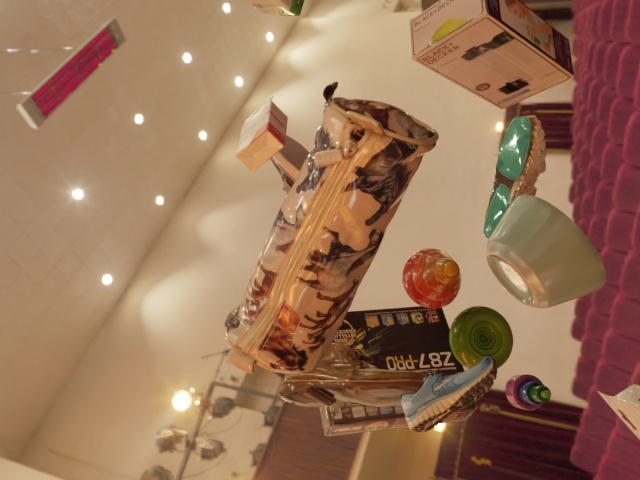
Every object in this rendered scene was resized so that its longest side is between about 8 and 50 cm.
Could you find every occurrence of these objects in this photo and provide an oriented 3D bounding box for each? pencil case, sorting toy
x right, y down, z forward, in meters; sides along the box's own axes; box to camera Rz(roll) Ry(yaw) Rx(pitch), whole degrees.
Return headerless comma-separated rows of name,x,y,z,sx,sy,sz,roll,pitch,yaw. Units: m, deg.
pencil case,0.000,0.000,0.779,0.183,0.160,0.411,-7,-52,-56
sorting toy,0.302,0.159,1.030,0.127,0.366,0.126,-36,-6,-13

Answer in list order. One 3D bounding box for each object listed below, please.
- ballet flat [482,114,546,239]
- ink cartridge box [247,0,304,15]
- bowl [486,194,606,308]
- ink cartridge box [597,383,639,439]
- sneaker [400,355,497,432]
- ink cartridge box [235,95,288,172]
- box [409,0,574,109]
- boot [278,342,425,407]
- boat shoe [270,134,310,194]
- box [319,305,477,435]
ballet flat,0.581,-0.177,1.633,0.147,0.146,0.409,-50,-27,-54
ink cartridge box,-0.164,-0.743,1.620,0.208,0.153,0.087,17,-89,-56
bowl,0.550,0.052,1.443,0.163,0.311,0.312,-36,-34,-5
ink cartridge box,0.800,0.421,1.233,0.069,0.176,0.371,-43,6,-10
sneaker,0.188,0.215,0.834,0.073,0.162,0.063,60,-177,37
ink cartridge box,-0.145,-0.276,1.420,0.067,0.115,0.198,41,-151,-28
box,0.324,-0.360,1.050,0.289,0.169,0.087,14,-111,-38
boot,0.061,0.238,1.018,0.112,0.305,0.115,50,-135,-40
boat shoe,-0.059,-0.167,1.598,0.121,0.335,0.119,-27,-17,-50
box,0.177,0.337,1.494,0.097,0.394,0.318,104,160,-51
